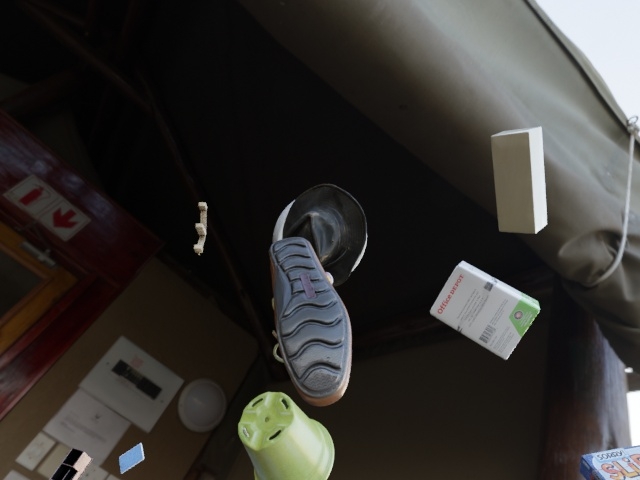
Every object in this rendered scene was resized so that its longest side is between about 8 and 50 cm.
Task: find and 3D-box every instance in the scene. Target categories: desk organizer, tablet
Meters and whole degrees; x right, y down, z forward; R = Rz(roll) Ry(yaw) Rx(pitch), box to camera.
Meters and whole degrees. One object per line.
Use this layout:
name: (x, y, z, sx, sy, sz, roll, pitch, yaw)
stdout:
desk organizer: (-0.684, 0.635, 1.112, 0.047, 0.130, 0.050, 6, -50, 16)
tablet: (-0.595, 0.686, 1.303, 0.054, 0.083, 0.006, 55, -2, 39)

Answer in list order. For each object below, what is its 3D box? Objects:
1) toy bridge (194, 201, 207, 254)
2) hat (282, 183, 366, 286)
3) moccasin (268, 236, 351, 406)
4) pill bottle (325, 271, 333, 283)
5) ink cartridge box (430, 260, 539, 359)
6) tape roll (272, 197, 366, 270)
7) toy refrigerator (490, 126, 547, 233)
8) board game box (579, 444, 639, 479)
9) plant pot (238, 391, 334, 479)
toy bridge: (-0.408, -0.036, 1.417, 0.026, 0.188, 0.063, 0, -28, -5)
hat: (-0.027, -0.011, 1.266, 0.331, 0.133, 0.332, 3, -85, 34)
moccasin: (-0.033, 0.149, 0.790, 0.139, 0.380, 0.147, -14, -54, -13)
pill bottle: (-0.005, 0.129, 1.247, 0.043, 0.083, 0.044, 28, -50, 40)
ink cartridge box: (0.531, 0.220, 1.356, 0.272, 0.114, 0.199, 32, -71, 20)
tape roll: (0.000, 0.000, 1.664, 0.392, 0.392, 0.072, 55, -7, -27)
toy refrigerator: (0.545, -0.163, 1.130, 0.102, 0.094, 0.270, 5, -67, 48)
board game box: (0.501, 0.347, 0.575, 0.201, 0.136, 0.035, -8, -72, -5)
plant pot: (-0.124, 0.618, 1.286, 0.275, 0.276, 0.254, 3, -49, 30)
